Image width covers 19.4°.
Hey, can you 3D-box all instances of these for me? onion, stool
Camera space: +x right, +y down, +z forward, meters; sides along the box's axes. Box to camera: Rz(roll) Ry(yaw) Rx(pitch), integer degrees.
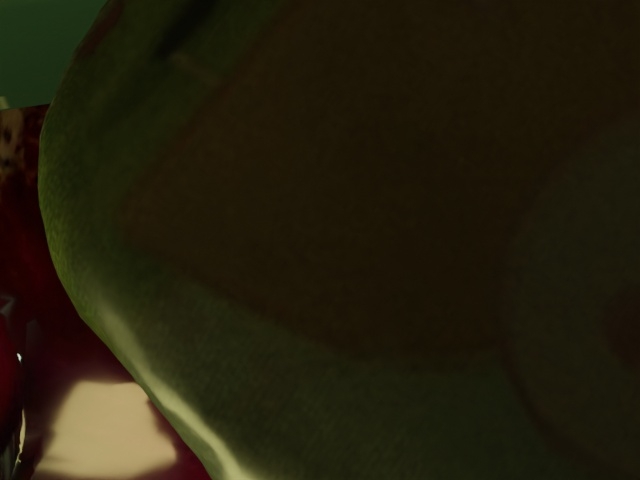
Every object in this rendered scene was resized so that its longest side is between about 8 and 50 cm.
[{"bbox_3d":[0.000,0.000,1.050,0.420,0.398,0.398,13,-179,-21],"label":"onion"},{"bbox_3d":[0.129,-0.030,0.466,0.310,0.310,0.226,38,180,0],"label":"stool"}]

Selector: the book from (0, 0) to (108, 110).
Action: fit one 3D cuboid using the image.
[{"bbox_3d":[-0.006,-0.093,0.716,0.264,0.379,0.031,161,100,-81],"label":"book"}]
